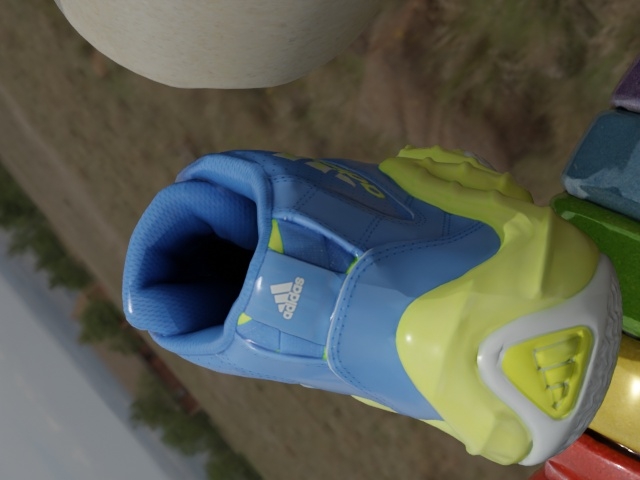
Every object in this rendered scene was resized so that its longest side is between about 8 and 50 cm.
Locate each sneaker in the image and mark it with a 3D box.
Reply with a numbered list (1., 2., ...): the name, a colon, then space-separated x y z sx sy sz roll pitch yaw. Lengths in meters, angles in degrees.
1. sneaker: 0.000 0.000 0.459 0.126 0.091 0.240 17 180 -14

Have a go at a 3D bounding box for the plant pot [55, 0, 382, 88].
1. plant pot: -0.042 -0.237 0.742 0.334 0.334 0.305 48 161 10

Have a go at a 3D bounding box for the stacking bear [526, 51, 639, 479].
1. stacking bear: 0.146 0.050 0.523 0.164 0.289 0.175 21 -175 -13
